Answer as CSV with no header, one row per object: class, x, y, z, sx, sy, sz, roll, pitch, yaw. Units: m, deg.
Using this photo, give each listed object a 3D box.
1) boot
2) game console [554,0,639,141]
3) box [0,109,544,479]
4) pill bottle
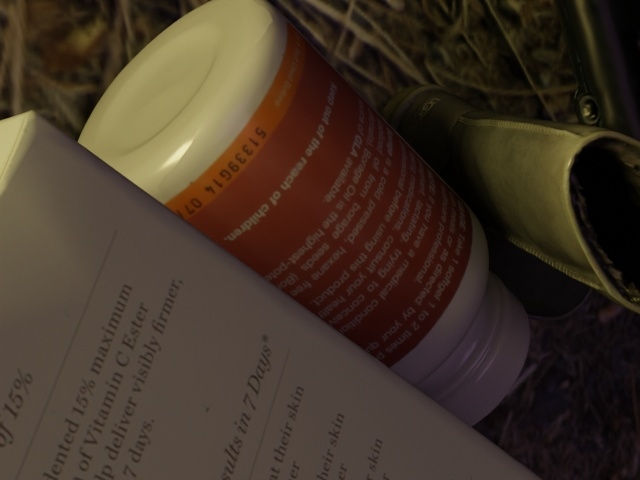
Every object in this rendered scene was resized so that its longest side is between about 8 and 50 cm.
boot,0.126,-0.002,0.617,0.189,0.208,0.076,41,81,-27
game console,0.225,-0.251,0.668,0.341,0.060,0.387,-17,93,-28
box,-0.060,0.147,0.467,0.345,0.168,0.215,38,57,-34
pill bottle,0.000,0.000,0.574,0.216,0.121,0.121,43,64,-30
